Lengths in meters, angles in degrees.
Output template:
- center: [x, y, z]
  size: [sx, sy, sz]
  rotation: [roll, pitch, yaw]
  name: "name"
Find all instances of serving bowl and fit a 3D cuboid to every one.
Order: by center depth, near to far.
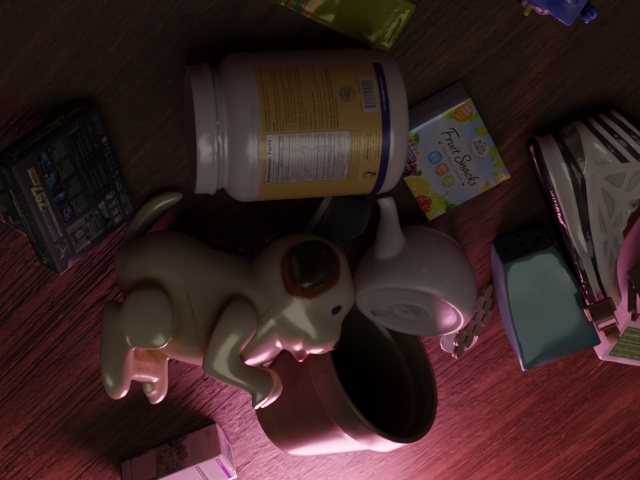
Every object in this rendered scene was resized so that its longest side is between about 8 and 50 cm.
- center: [0.293, 0.201, 2.194]
  size: [0.083, 0.027, 0.083]
  rotation: [-7, 129, -9]
  name: "serving bowl"

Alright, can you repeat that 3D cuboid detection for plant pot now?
- center: [0.028, 0.296, 2.047]
  size: [0.323, 0.323, 0.280]
  rotation: [31, 131, -33]
  name: "plant pot"
- center: [0.432, 0.100, 2.060]
  size: [0.165, 0.165, 0.234]
  rotation: [-21, 116, 6]
  name: "plant pot"

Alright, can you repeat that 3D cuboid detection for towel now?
- center: [0.036, -0.384, 1.656]
  size: [0.237, 0.021, 0.102]
  rotation: [20, 122, -28]
  name: "towel"

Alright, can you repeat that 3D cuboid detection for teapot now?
- center: [0.190, 0.058, 1.959]
  size: [0.252, 0.187, 0.256]
  rotation: [16, 152, -4]
  name: "teapot"

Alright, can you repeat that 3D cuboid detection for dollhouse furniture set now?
- center: [0.611, 0.153, 2.002]
  size: [0.160, 0.101, 0.182]
  rotation: [-23, 128, 12]
  name: "dollhouse furniture set"

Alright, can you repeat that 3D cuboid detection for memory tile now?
- center: [0.314, 0.166, 2.122]
  size: [0.148, 0.012, 0.113]
  rotation: [-44, 143, -36]
  name: "memory tile"

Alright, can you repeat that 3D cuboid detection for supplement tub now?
- center: [-0.045, -0.185, 1.653]
  size: [0.331, 0.241, 0.241]
  rotation: [-4, 129, -11]
  name: "supplement tub"

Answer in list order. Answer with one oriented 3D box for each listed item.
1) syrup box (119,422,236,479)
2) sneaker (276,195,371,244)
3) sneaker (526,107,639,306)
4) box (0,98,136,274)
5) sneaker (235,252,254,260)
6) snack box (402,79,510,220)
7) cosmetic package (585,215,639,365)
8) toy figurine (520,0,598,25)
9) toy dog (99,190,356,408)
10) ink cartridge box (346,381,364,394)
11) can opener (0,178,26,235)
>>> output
- center: [-0.309, 0.497, 2.234]
  size: [0.236, 0.093, 0.096]
  rotation: [-22, 130, 3]
  name: "syrup box"
- center: [0.000, 0.000, 1.918]
  size: [0.118, 0.083, 0.222]
  rotation: [21, 120, -28]
  name: "sneaker"
- center: [0.577, -0.055, 1.961]
  size: [0.257, 0.169, 0.448]
  rotation: [-23, 126, 6]
  name: "sneaker"
- center: [-0.414, -0.087, 1.692]
  size: [0.183, 0.059, 0.233]
  rotation: [-45, 139, -32]
  name: "box"
- center: [-0.206, 0.106, 1.963]
  size: [0.121, 0.079, 0.217]
  rotation: [29, 110, -27]
  name: "sneaker"
- center: [0.224, -0.159, 1.855]
  size: [0.174, 0.070, 0.207]
  rotation: [-28, 131, 9]
  name: "snack box"
- center: [0.714, 0.079, 2.122]
  size: [0.196, 0.155, 0.366]
  rotation: [10, 126, -18]
  name: "cosmetic package"
- center: [0.336, -0.437, 1.563]
  size: [0.362, 0.217, 0.191]
  rotation: [26, 118, -31]
  name: "toy figurine"
- center: [-0.140, 0.107, 1.792]
  size: [0.407, 0.396, 0.284]
  rotation: [-6, 159, 8]
  name: "toy dog"
- center: [0.135, 0.294, 2.206]
  size: [0.180, 0.060, 0.104]
  rotation: [-38, 127, 16]
  name: "ink cartridge box"
- center: [-0.563, -0.102, 1.691]
  size: [0.093, 0.074, 0.280]
  rotation: [-27, 132, 35]
  name: "can opener"
